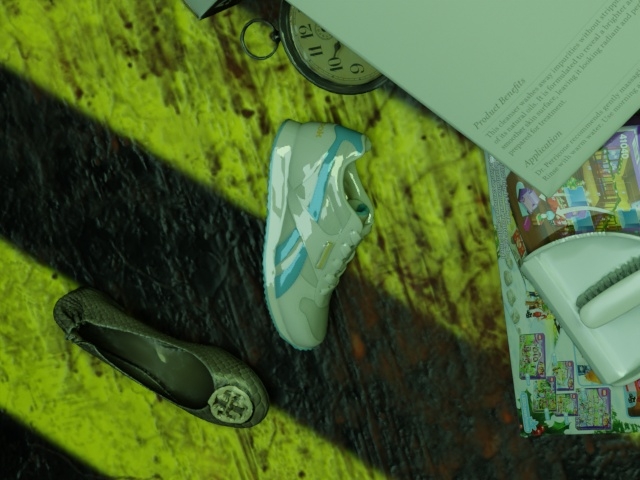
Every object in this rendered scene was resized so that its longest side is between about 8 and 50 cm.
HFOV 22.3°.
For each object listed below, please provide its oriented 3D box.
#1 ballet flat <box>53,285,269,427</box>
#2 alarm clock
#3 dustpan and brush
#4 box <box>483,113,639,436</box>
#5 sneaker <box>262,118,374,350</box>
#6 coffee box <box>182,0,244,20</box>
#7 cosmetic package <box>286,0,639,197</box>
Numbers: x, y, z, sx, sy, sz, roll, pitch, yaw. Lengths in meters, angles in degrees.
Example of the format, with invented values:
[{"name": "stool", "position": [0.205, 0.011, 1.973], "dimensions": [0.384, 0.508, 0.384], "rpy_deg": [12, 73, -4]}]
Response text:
[{"name": "ballet flat", "position": [-0.169, 0.125, 1.666], "dimensions": [0.250, 0.058, 0.084], "rpy_deg": [30, 113, 9]}, {"name": "alarm clock", "position": [0.012, -0.201, 1.507], "dimensions": [0.192, 0.064, 0.129], "rpy_deg": [-8, 106, 22]}, {"name": "dustpan and brush", "position": [0.290, 0.031, 1.414], "dimensions": [0.211, 0.060, 0.147], "rpy_deg": [-35, 92, 24]}, {"name": "box", "position": [0.268, 0.033, 1.488], "dimensions": [0.201, 0.057, 0.293], "rpy_deg": [-3, 104, 20]}, {"name": "sneaker", "position": [0.000, 0.000, 1.558], "dimensions": [0.092, 0.087, 0.229], "rpy_deg": [7, 109, 15]}, {"name": "coffee box", "position": [-0.036, -0.322, 1.449], "dimensions": [0.246, 0.141, 0.098], "rpy_deg": [-42, 90, 24]}, {"name": "cosmetic package", "position": [0.108, -0.240, 1.303], "dimensions": [0.385, 0.156, 0.217], "rpy_deg": [38, 115, -14]}]
